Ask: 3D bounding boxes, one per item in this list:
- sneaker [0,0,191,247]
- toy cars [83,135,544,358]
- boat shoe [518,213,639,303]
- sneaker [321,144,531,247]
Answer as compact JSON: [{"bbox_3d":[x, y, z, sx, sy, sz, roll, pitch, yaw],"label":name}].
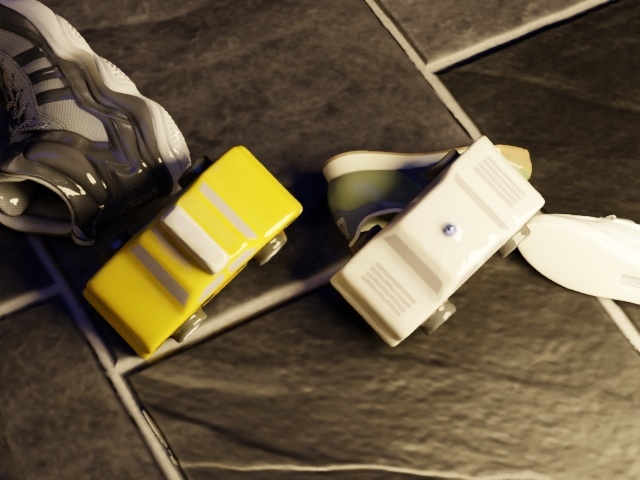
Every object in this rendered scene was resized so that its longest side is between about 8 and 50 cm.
[{"bbox_3d":[-0.252,-0.104,1.379,0.268,0.101,0.153,39,57,15],"label":"sneaker"},{"bbox_3d":[0.000,0.000,1.310,0.393,0.087,0.177,-3,82,-6],"label":"toy cars"},{"bbox_3d":[0.264,0.009,1.400,0.184,0.066,0.063,13,41,4],"label":"boat shoe"},{"bbox_3d":[0.098,-0.032,1.410,0.192,0.064,0.086,-3,69,-13],"label":"sneaker"}]
